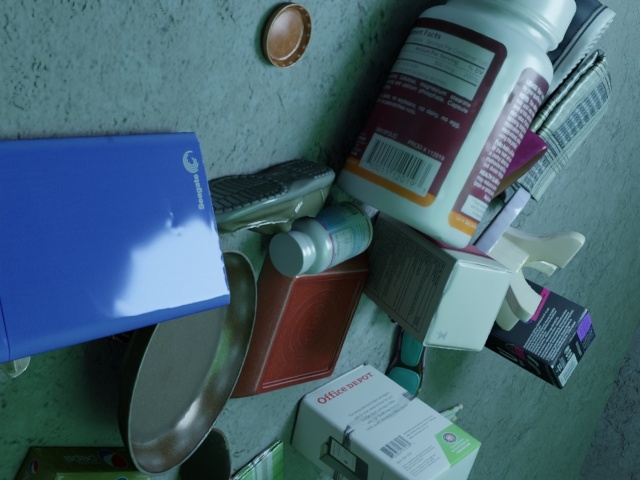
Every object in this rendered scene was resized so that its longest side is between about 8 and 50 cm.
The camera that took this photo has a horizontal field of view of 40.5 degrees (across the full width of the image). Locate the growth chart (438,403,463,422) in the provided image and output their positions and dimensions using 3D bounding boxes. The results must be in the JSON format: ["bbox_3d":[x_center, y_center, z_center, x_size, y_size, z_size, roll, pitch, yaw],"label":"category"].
[{"bbox_3d":[0.262,0.511,2.103,0.172,0.021,0.237,3,112,-54],"label":"growth chart"}]

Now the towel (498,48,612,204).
[{"bbox_3d":[0.460,-0.196,1.699,0.324,0.056,0.312,-50,161,7],"label":"towel"}]

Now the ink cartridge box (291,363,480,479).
[{"bbox_3d":[0.114,0.364,1.558,0.198,0.272,0.115,-19,131,-46],"label":"ink cartridge box"}]

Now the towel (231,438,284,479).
[{"bbox_3d":[-0.122,0.425,1.519,0.152,0.023,0.113,-35,141,-38],"label":"towel"}]

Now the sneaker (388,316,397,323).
[{"bbox_3d":[0.217,0.081,1.582,0.098,0.083,0.223,14,140,-31],"label":"sneaker"}]

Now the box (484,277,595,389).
[{"bbox_3d":[0.414,0.169,1.818,0.143,0.270,0.165,-54,147,-10],"label":"box"}]

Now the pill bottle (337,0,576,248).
[{"bbox_3d":[0.204,-0.207,1.293,0.224,0.224,0.392,21,98,-57],"label":"pill bottle"}]

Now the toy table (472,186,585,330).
[{"bbox_3d":[0.365,0.045,1.664,0.252,0.160,0.274,-47,171,-42],"label":"toy table"}]

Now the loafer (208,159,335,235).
[{"bbox_3d":[-0.070,-0.041,1.161,0.251,0.094,0.088,-20,125,-46],"label":"loafer"}]

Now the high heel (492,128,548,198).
[{"bbox_3d":[0.273,-0.040,1.549,0.127,0.181,0.378,-25,133,-43],"label":"high heel"}]

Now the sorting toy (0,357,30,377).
[{"bbox_3d":[-0.331,0.094,0.961,0.075,0.044,0.083,-37,141,-44],"label":"sorting toy"}]

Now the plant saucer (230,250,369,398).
[{"bbox_3d":[-0.024,0.136,1.404,0.259,0.047,0.259,-2,116,-54],"label":"plant saucer"}]

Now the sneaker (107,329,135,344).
[{"bbox_3d":[-0.255,0.102,1.053,0.047,0.057,0.119,-58,147,1],"label":"sneaker"}]

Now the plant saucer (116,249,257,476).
[{"bbox_3d":[-0.178,0.154,1.144,0.310,0.050,0.311,17,90,-72],"label":"plant saucer"}]

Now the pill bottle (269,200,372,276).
[{"bbox_3d":[0.000,0.000,1.289,0.160,0.087,0.087,-22,131,-48],"label":"pill bottle"}]

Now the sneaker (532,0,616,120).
[{"bbox_3d":[0.409,-0.339,1.581,0.126,0.127,0.321,-44,169,-28],"label":"sneaker"}]

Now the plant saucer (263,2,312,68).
[{"bbox_3d":[-0.043,-0.262,1.106,0.083,0.013,0.084,-34,139,-36],"label":"plant saucer"}]

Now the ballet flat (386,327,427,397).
[{"bbox_3d":[0.182,0.244,1.754,0.079,0.076,0.222,-44,148,-59],"label":"ballet flat"}]

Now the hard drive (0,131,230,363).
[{"bbox_3d":[-0.239,-0.004,0.917,0.318,0.040,0.210,-12,90,-50],"label":"hard drive"}]

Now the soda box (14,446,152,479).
[{"bbox_3d":[-0.306,0.311,1.137,0.181,0.061,0.058,21,98,-57],"label":"soda box"}]

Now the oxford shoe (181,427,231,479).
[{"bbox_3d":[-0.175,0.376,1.380,0.076,0.076,0.212,-64,164,-63],"label":"oxford shoe"}]

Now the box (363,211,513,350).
[{"bbox_3d":[0.180,0.062,1.432,0.126,0.232,0.149,11,107,-32],"label":"box"}]
